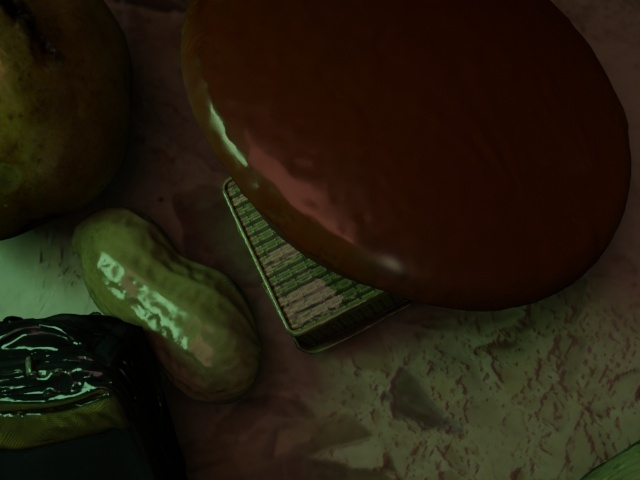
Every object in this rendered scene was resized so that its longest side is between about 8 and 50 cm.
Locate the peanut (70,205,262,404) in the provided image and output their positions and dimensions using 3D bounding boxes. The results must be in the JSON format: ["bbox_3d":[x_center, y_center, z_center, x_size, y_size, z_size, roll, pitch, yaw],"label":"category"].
[{"bbox_3d":[-0.129,0.048,0.975,0.214,0.090,0.098,40,82,17],"label":"peanut"}]

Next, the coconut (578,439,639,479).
[{"bbox_3d":[0.274,0.251,0.743,0.297,0.297,0.255,25,85,16],"label":"coconut"}]

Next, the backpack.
[{"bbox_3d":[-0.232,0.156,0.942,0.258,0.133,0.206,-9,108,19],"label":"backpack"}]

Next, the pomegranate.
[{"bbox_3d":[-0.287,-0.126,0.978,0.260,0.260,0.261,-3,77,11],"label":"pomegranate"}]

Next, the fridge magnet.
[{"bbox_3d":[0.067,-0.102,0.875,0.363,0.155,0.364,14,53,-18],"label":"fridge magnet"}]

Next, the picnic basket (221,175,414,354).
[{"bbox_3d":[0.000,0.000,0.963,0.115,0.079,0.164,-27,73,5],"label":"picnic basket"}]
